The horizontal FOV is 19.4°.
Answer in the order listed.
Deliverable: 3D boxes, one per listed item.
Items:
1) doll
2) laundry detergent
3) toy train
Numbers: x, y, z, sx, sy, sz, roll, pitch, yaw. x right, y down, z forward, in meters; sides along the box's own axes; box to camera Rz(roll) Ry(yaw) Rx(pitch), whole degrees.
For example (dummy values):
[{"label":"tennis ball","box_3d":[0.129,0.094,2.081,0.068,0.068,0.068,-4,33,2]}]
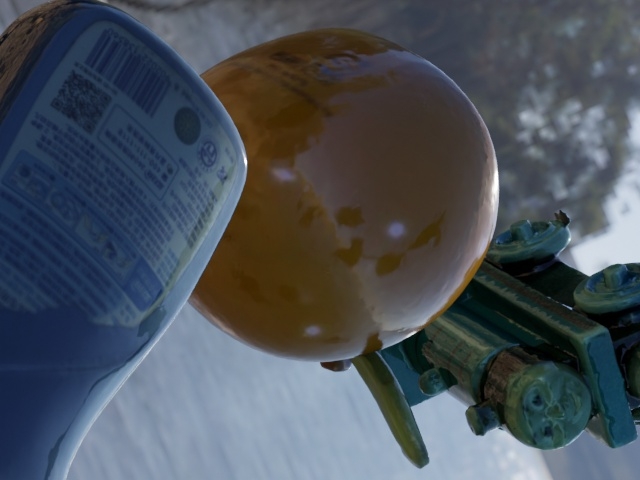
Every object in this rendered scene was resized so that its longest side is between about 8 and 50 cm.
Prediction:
[{"label":"doll","box_3d":[0.000,0.000,1.120,0.213,0.213,0.236,-107,-170,-58]},{"label":"laundry detergent","box_3d":[-0.094,0.027,0.546,0.096,0.061,0.206,56,46,-36]},{"label":"toy train","box_3d":[0.150,0.077,1.409,0.298,0.194,0.120,-148,-142,-68]}]
